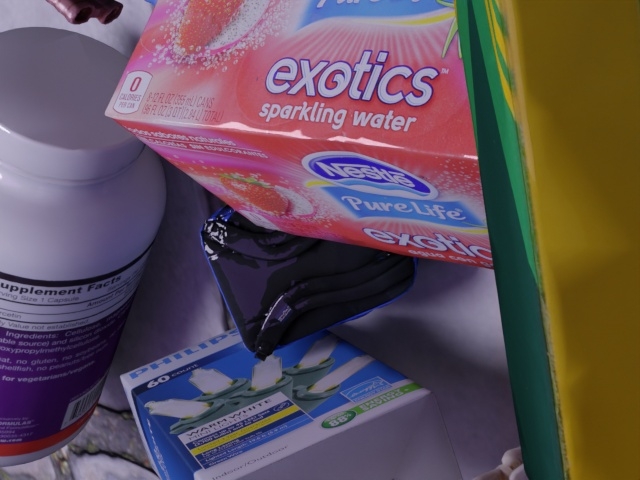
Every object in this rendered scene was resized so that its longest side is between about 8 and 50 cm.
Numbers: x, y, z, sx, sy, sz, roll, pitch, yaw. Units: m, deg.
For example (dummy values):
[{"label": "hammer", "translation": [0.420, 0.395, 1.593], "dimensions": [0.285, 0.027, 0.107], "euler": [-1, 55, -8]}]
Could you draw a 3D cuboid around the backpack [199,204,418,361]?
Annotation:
[{"label": "backpack", "translation": [0.000, 0.000, 0.818], "dimensions": [0.120, 0.101, 0.098], "euler": [-21, 102, 14]}]

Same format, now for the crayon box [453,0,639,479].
[{"label": "crayon box", "translation": [0.230, -0.072, 0.418], "dimensions": [0.363, 0.106, 0.313], "euler": [-10, 108, 1]}]

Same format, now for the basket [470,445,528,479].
[{"label": "basket", "translation": [0.141, 0.305, 0.692], "dimensions": [0.266, 0.328, 0.331], "euler": [36, 133, 28]}]

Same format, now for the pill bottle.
[{"label": "pill bottle", "translation": [-0.220, 0.009, 0.959], "dimensions": [0.181, 0.181, 0.323], "euler": [41, 133, 18]}]

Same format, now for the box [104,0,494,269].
[{"label": "box", "translation": [0.065, -0.082, 0.641], "dimensions": [0.300, 0.154, 0.142], "euler": [11, 163, 39]}]

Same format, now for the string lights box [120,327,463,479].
[{"label": "string lights box", "translation": [-0.028, 0.120, 0.802], "dimensions": [0.259, 0.133, 0.077], "euler": [22, 132, 70]}]

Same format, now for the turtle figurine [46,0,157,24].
[{"label": "turtle figurine", "translation": [-0.155, -0.280, 0.737], "dimensions": [0.266, 0.198, 0.275], "euler": [33, 157, 41]}]
